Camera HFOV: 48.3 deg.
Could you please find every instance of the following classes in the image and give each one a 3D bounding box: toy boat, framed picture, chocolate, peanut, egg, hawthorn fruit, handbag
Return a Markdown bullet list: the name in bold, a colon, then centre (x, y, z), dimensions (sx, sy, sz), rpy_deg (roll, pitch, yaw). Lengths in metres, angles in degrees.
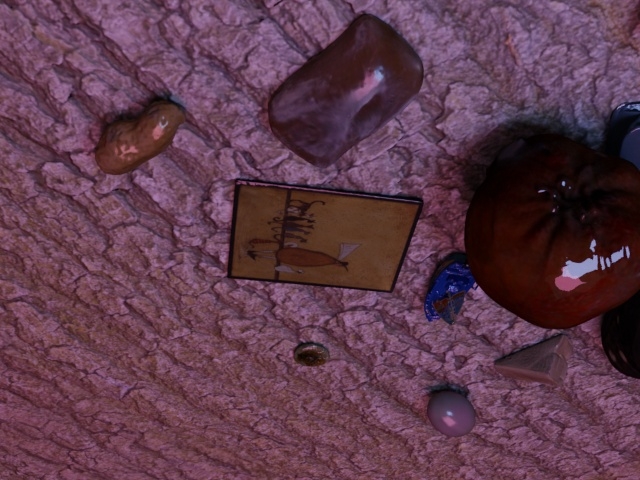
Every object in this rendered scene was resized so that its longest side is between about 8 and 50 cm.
- **toy boat**: centre (0.251, 0.118, 1.398), dimensions (0.091, 0.110, 0.175), rpy_deg (13, 136, -14)
- **framed picture**: centre (0.000, 0.000, 1.337), dimensions (0.338, 0.014, 0.255), rpy_deg (6, 135, -7)
- **chocolate**: centre (0.036, -0.203, 1.082), dimensions (0.254, 0.080, 0.157), rpy_deg (-35, 127, 30)
- **peanut**: centre (-0.288, -0.163, 1.121), dimensions (0.174, 0.080, 0.080), rpy_deg (-28, 130, 21)
- **egg**: centre (0.313, 0.415, 1.710), dimensions (0.135, 0.103, 0.103), rpy_deg (35, 125, -30)
- **hawthorn fruit**: centre (0.380, -0.008, 1.151), dimensions (0.308, 0.309, 0.324), rpy_deg (-16, 169, 14)
- **handbag**: centre (0.568, -0.127, 1.187), dimensions (0.179, 0.062, 0.229), rpy_deg (-6, 136, 4)

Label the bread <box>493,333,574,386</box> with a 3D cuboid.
- **bread**: centre (0.485, 0.266, 1.619), dimensions (0.152, 0.105, 0.077), rpy_deg (2, 148, 45)

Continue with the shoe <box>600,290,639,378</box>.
- **shoe**: centre (0.663, 0.191, 1.392), dimensions (0.171, 0.237, 0.384), rpy_deg (-8, 135, 7)

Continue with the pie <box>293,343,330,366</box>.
- **pie**: centre (-0.019, 0.258, 1.601), dimensions (0.085, 0.017, 0.085), rpy_deg (-1, 136, -1)
